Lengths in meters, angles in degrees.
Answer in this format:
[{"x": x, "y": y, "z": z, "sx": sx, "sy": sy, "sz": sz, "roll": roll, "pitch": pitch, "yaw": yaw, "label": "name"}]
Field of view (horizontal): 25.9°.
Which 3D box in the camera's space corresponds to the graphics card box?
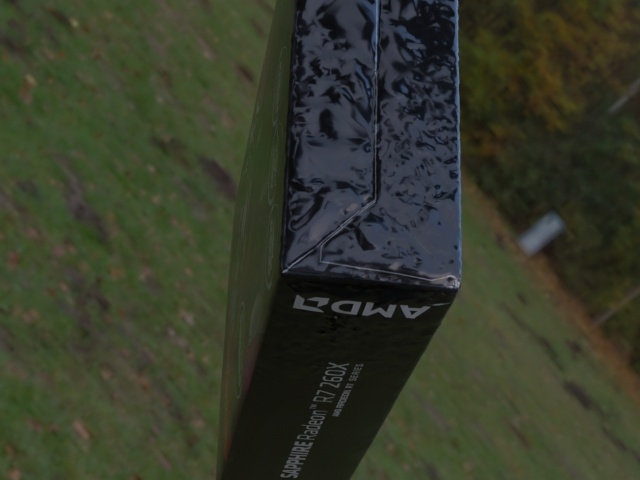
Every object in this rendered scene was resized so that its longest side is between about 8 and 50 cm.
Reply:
[{"x": 0.000, "y": 0.000, "z": 0.834, "sx": 0.371, "sy": 0.094, "sz": 0.233, "roll": 111, "pitch": -16, "yaw": -62, "label": "graphics card box"}]
